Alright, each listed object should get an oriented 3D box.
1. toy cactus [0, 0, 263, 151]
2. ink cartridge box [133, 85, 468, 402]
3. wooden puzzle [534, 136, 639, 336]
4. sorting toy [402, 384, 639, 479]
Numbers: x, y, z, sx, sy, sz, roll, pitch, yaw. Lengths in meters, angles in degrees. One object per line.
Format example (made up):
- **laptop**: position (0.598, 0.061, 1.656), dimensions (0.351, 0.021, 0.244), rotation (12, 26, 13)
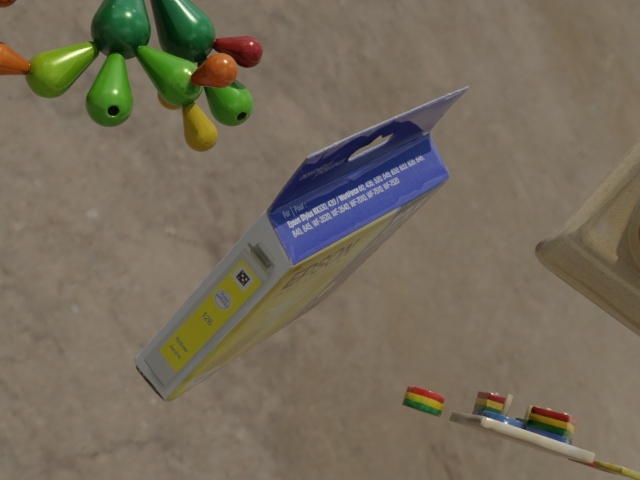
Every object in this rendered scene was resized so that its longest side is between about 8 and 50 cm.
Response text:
- **toy cactus**: position (-0.120, -0.157, 0.908), dimensions (0.219, 0.112, 0.180), rotation (21, 60, -27)
- **ink cartridge box**: position (0.000, 0.000, 1.409), dimensions (0.072, 0.307, 0.303), rotation (52, 37, 8)
- **wooden puzzle**: position (0.394, -0.022, 1.155), dimensions (0.322, 0.348, 0.080), rotation (34, 18, -29)
- **sorting toy**: position (0.234, 0.205, 1.621), dimensions (0.274, 0.046, 0.132), rotation (19, -7, -8)
